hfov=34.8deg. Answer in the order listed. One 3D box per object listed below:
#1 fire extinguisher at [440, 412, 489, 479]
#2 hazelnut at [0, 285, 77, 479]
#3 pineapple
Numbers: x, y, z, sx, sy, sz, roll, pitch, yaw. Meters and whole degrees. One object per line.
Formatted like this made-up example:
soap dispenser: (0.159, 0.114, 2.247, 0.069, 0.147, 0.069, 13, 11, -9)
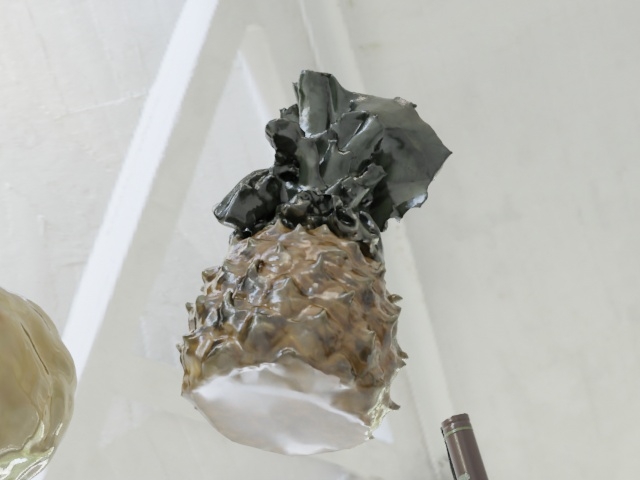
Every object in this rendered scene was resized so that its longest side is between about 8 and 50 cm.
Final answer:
fire extinguisher: (0.206, 0.319, 1.405, 0.043, 0.064, 0.158, 17, -131, -43)
hazelnut: (-0.364, 0.141, 0.940, 0.261, 0.241, 0.261, -46, -17, -19)
pineapple: (0.000, 0.000, 0.552, 0.119, 0.111, 0.237, 41, -141, -28)
